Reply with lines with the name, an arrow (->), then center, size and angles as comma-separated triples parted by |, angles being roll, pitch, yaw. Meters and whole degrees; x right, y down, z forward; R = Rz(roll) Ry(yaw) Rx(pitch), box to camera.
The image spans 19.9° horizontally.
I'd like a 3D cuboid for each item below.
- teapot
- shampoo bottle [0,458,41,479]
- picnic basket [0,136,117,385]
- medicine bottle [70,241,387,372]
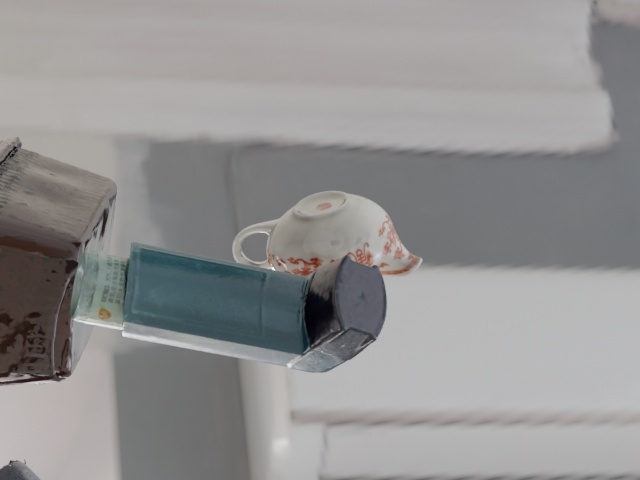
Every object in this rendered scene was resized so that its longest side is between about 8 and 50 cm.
teapot -> 0.000, 0.000, 2.294 | 0.245, 0.159, 0.116 | -3, -51, 29
shampoo bottle -> -0.244, 0.304, 1.757 | 0.072, 0.214, 0.072 | -39, -25, -22
picnic basket -> -0.278, 0.032, 1.757 | 0.129, 0.297, 0.222 | 9, -72, 0
medicine bottle -> -0.080, 0.054, 1.566 | 0.258, 0.079, 0.124 | 10, -28, -12
